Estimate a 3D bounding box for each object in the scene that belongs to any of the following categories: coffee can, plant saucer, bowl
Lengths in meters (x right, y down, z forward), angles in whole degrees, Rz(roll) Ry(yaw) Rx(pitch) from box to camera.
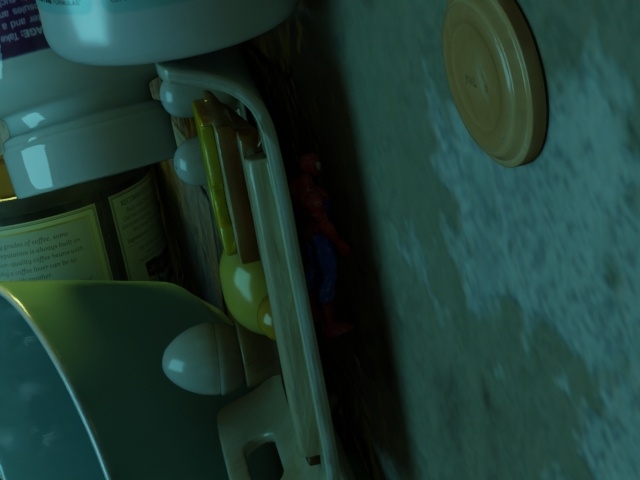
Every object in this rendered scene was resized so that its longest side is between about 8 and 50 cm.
[{"bbox_3d":[-0.219,0.067,1.510,0.201,0.201,0.275,-149,45,-67],"label":"coffee can"},{"bbox_3d":[0.071,-0.071,0.735,0.083,0.013,0.083,164,90,-75],"label":"plant saucer"},{"bbox_3d":[-0.135,0.154,1.312,0.311,0.163,0.311,44,145,43],"label":"bowl"}]

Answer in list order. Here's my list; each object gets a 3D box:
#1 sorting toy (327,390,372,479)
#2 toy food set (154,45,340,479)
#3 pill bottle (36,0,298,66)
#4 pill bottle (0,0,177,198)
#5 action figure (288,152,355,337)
[{"bbox_3d":[0.027,0.225,1.149,0.193,0.038,0.208,106,149,-62],"label":"sorting toy"},{"bbox_3d":[-0.065,0.014,1.058,0.220,0.092,0.306,-115,14,-70],"label":"toy food set"},{"bbox_3d":[-0.101,-0.236,0.916,0.146,0.146,0.264,-141,38,-64],"label":"pill bottle"},{"bbox_3d":[-0.203,-0.190,1.261,0.169,0.169,0.301,179,76,-74],"label":"pill bottle"},{"bbox_3d":[0.000,0.000,1.018,0.038,0.030,0.115,42,149,54],"label":"action figure"}]
